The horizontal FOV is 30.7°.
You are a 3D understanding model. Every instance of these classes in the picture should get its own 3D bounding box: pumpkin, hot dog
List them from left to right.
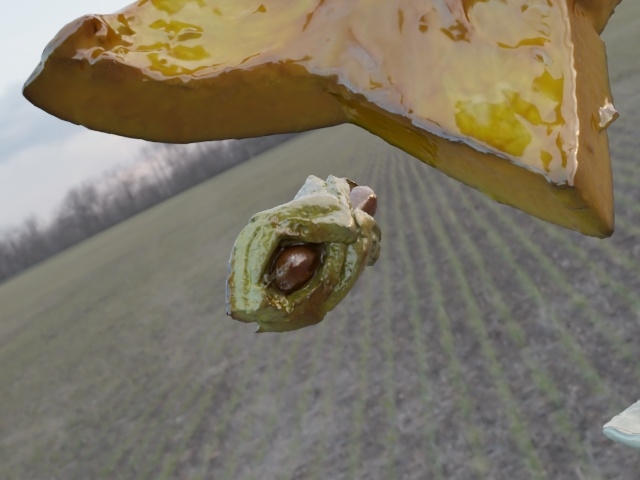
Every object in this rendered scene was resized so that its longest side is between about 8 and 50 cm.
[{"bbox_3d":[0.001,0.001,0.738,0.061,0.078,0.169,-14,21,34],"label":"hot dog"},{"bbox_3d":[0.035,-0.143,0.579,0.290,0.258,0.095,15,-13,15],"label":"pumpkin"}]

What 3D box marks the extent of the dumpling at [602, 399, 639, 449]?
[{"bbox_3d":[0.346,0.145,0.928,0.216,0.126,0.166,14,9,-16],"label":"dumpling"}]
